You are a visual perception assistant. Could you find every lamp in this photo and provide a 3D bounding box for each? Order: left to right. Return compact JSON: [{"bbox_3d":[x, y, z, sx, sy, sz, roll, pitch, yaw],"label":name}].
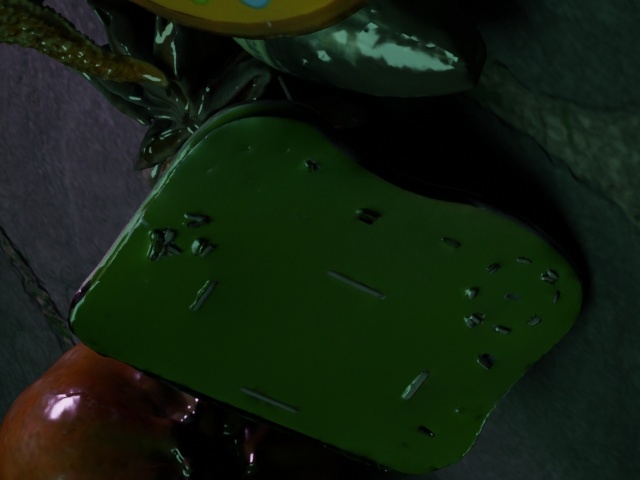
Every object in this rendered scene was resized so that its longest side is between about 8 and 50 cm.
[{"bbox_3d":[0.003,-0.144,1.202,0.250,0.101,0.101,25,140,39],"label":"lamp"}]

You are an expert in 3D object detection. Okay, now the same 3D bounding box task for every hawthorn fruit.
[{"bbox_3d":[-0.130,0.195,1.551,0.268,0.268,0.301,48,149,4],"label":"hawthorn fruit"}]

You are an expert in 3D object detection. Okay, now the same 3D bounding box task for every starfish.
[{"bbox_3d":[-0.251,-0.173,1.167,0.301,0.084,0.293,12,153,9],"label":"starfish"}]

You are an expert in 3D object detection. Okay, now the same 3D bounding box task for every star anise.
[{"bbox_3d":[-0.076,-0.097,1.357,0.231,0.089,0.209,1,135,50],"label":"star anise"}]

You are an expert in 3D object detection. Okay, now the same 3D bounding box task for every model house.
[{"bbox_3d":[0.000,0.001,1.287,0.294,0.154,0.207,25,114,-26],"label":"model house"}]

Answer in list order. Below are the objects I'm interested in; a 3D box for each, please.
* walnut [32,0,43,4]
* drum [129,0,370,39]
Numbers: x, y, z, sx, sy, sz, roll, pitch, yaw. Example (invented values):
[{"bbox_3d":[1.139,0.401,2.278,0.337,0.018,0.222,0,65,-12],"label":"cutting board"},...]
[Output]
[{"bbox_3d":[-0.254,-0.238,1.334,0.224,0.224,0.224,31,143,27],"label":"walnut"},{"bbox_3d":[-0.035,-0.329,0.964,0.431,0.214,0.431,30,141,28],"label":"drum"}]
